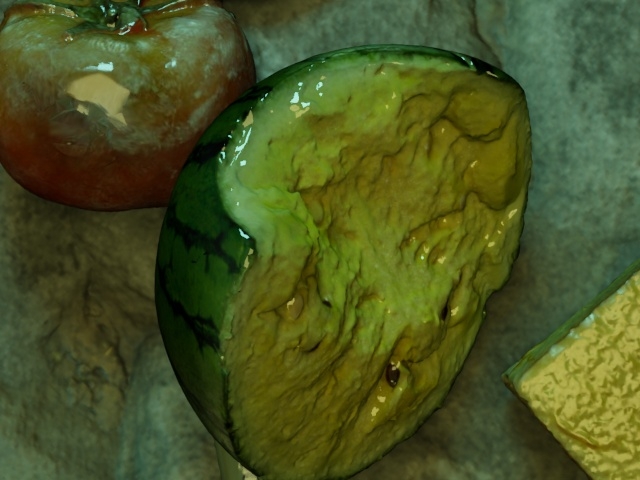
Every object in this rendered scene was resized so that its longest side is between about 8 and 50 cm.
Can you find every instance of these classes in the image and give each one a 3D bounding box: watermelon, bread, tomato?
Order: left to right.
[{"bbox_3d":[-0.163,-0.106,1.113,0.214,0.155,0.181,4,112,7],"label":"tomato"},{"bbox_3d":[0.000,0.000,1.076,0.189,0.331,0.331,37,91,34],"label":"watermelon"},{"bbox_3d":[0.297,0.082,1.115,0.274,0.114,0.185,-41,89,3],"label":"bread"}]

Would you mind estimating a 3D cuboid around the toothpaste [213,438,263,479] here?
[{"bbox_3d":[-0.060,0.159,1.176,0.067,0.037,0.256,-8,84,4],"label":"toothpaste"}]
